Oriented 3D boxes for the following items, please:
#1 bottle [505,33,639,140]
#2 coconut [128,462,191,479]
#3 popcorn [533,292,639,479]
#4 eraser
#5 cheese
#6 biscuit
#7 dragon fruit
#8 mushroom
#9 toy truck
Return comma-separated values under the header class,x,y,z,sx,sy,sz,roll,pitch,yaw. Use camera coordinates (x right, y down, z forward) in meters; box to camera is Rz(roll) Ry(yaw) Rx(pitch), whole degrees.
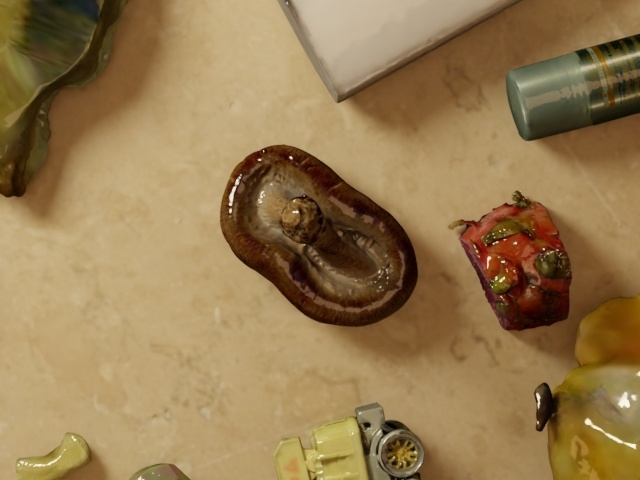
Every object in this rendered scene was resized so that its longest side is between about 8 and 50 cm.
class,x,y,z,sx,sy,sz,roll,pitch,yaw
bottle,0.340,-0.177,1.802,0.286,0.082,0.082,-15,91,-2
coconut,-0.165,0.275,1.791,0.082,0.081,0.083,29,81,-15
popcorn,0.380,0.158,1.740,0.315,0.281,0.297,-22,51,25
eraser,0.092,-0.283,1.786,0.270,0.095,0.174,-30,92,-1
cheese,-0.283,0.233,1.809,0.083,0.030,0.044,-31,98,4
biscuit,-0.326,-0.214,1.783,0.329,0.078,0.335,-12,89,2
dragon fruit,0.208,0.027,1.793,0.102,0.096,0.147,-24,89,2
mushroom,0.000,0.000,1.723,0.227,0.217,0.148,31,89,-2
toy truck,0.044,0.312,1.774,0.157,0.124,0.272,-11,91,-2
